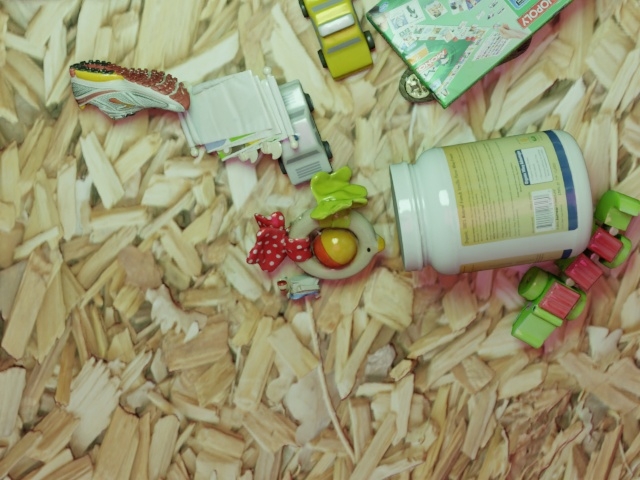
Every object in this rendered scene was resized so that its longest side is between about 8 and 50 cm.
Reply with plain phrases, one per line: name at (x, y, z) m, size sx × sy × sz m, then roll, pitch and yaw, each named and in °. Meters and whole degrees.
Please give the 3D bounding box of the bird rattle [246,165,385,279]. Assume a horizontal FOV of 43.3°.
bird rattle at (0.000, 0.000, 1.481) m, size 0.253 × 0.143 × 0.207 m, roll -41°, pitch 114°, yaw 19°

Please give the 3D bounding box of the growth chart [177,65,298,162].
growth chart at (-0.159, -0.219, 1.441) m, size 0.237 × 0.021 × 0.171 m, roll -4°, pitch 110°, yaw 26°

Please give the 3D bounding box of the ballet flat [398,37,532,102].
ballet flat at (0.257, -0.315, 1.429) m, size 0.250 × 0.058 × 0.084 m, roll -22°, pitch 105°, yaw 6°

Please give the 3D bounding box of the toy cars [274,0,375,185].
toy cars at (-0.009, -0.281, 1.429) m, size 0.177 × 0.087 × 0.393 m, roll 20°, pitch 105°, yaw -4°

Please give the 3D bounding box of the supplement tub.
supplement tub at (0.289, -0.062, 1.411) m, size 0.316 × 0.228 × 0.228 m, roll -8°, pitch 105°, yaw 3°

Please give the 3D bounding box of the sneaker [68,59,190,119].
sneaker at (-0.338, -0.260, 1.445) m, size 0.225 × 0.088 × 0.092 m, roll 13°, pitch 119°, yaw 12°

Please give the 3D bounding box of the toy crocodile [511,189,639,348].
toy crocodile at (0.476, 0.057, 1.505) m, size 0.115 × 0.105 × 0.340 m, roll 33°, pitch 104°, yaw -8°

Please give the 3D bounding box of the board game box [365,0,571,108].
board game box at (0.266, -0.408, 1.372) m, size 0.317 × 0.046 × 0.213 m, roll -40°, pitch 88°, yaw 6°

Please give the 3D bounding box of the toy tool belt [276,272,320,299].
toy tool belt at (-0.040, 0.096, 1.551) m, size 0.083 × 0.052 × 0.051 m, roll -13°, pitch 112°, yaw -16°
